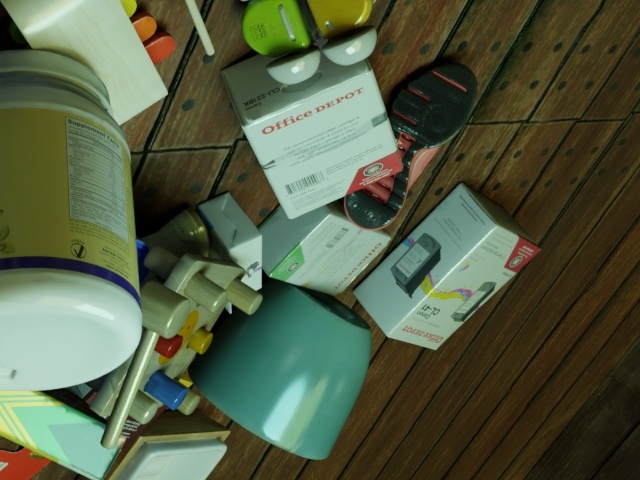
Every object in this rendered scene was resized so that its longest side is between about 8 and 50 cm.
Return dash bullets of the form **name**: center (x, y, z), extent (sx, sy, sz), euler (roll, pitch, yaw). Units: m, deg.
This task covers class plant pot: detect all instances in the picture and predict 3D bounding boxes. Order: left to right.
- **plant pot**: center (-0.046, 0.203, 2.164), extent (0.235, 0.293, 0.293), euler (-57, 147, 6)

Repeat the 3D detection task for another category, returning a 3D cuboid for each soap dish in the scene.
- **soap dish**: center (-0.336, 0.441, 2.333), extent (0.229, 0.118, 0.291), euler (5, 130, -49)

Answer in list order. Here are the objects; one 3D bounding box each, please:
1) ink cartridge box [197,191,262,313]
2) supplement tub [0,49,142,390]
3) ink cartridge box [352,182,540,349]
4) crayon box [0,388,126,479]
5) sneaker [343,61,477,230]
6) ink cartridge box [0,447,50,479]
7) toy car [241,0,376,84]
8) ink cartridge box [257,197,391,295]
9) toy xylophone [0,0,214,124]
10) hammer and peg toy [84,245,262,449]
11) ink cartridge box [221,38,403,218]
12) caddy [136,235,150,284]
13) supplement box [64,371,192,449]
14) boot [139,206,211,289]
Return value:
- **ink cartridge box**: center (-0.144, 0.022, 1.972), extent (0.061, 0.104, 0.181), euler (-25, 149, -21)
- **supplement tub**: center (-0.330, -0.023, 1.391), extent (0.241, 0.331, 0.241), euler (-7, 150, -4)
- **ink cartridge box**: center (0.249, 0.058, 2.412), extent (0.306, 0.131, 0.226), euler (-47, 149, 14)
- **crayon box**: center (-0.449, 0.217, 1.740), extent (0.318, 0.202, 0.081), euler (34, 83, -30)
- **sneaker**: center (0.138, -0.165, 2.043), extent (0.314, 0.116, 0.136), euler (-54, -175, 7)
- **ink cartridge box**: center (-0.628, 0.470, 2.096), extent (0.385, 0.091, 0.308), euler (-42, 150, 10)
- **toy car**: center (-0.013, -0.306, 1.635), extent (0.182, 0.159, 0.136), euler (-18, -162, 15)
- **ink cartridge box**: center (0.000, 0.000, 2.107), extent (0.154, 0.093, 0.212), euler (-46, 147, 16)
- **toy xylophone**: center (-0.259, -0.250, 1.499), extent (0.236, 0.081, 0.323), euler (-29, 149, -13)
- **hammer and peg toy**: center (-0.230, 0.137, 1.727), extent (0.266, 0.127, 0.361), euler (-58, 167, 4)
- **ink cartridge box**: center (-0.007, -0.173, 1.807), extent (0.197, 0.114, 0.273), euler (-24, 150, 1)
- **caddy**: center (-0.391, 0.044, 1.667), extent (0.241, 0.179, 0.341), euler (-59, 160, 9)
- **supplement box**: center (-0.355, 0.234, 2.017), extent (0.194, 0.129, 0.191), euler (-44, 149, 10)
- **boot**: center (-0.250, 0.056, 1.937), extent (0.165, 0.077, 0.213), euler (-27, 143, -19)
